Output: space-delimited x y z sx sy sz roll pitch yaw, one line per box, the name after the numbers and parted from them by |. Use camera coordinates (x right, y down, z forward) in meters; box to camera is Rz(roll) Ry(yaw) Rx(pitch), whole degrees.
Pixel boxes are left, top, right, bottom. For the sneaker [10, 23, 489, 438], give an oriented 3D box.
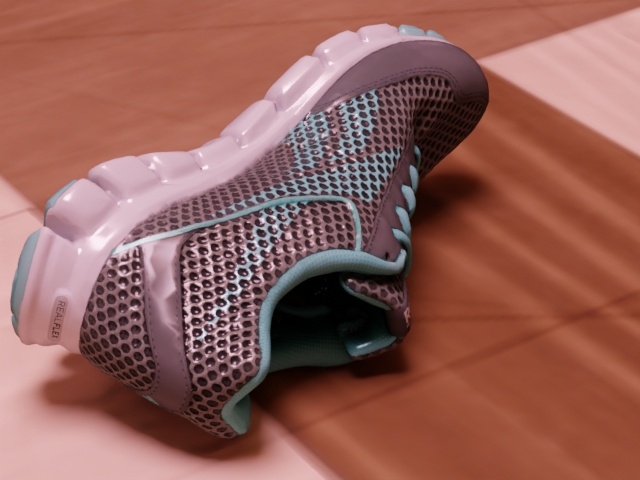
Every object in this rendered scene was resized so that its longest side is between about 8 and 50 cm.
0.000 0.000 0.510 0.076 0.065 0.166 36 48 22 | sneaker
